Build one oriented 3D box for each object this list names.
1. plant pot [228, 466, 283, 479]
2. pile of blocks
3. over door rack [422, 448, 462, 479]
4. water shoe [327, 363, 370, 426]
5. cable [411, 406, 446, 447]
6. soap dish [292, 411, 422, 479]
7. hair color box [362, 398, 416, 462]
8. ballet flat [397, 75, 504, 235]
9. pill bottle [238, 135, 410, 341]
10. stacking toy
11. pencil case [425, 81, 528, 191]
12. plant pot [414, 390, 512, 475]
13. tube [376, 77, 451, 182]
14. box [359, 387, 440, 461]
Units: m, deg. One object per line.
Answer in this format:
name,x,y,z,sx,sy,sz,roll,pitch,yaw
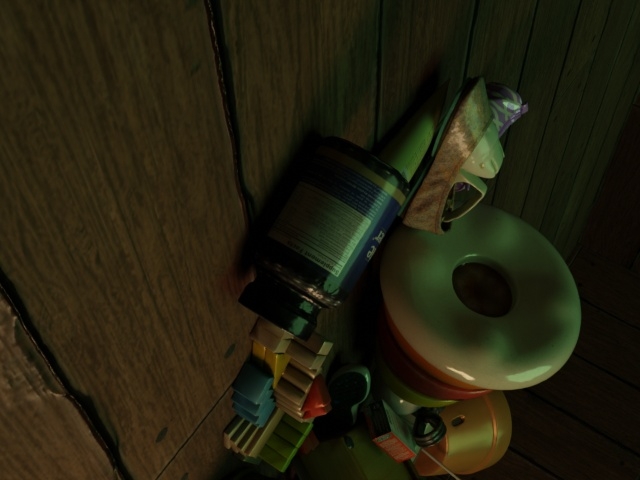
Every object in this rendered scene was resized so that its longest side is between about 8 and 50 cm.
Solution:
plant pot,0.020,0.557,1.369,0.366,0.353,0.366,6,90,-74
pile of blocks,-0.050,0.242,1.283,0.149,0.112,0.362,-48,157,-32
over door rack,0.214,0.593,2.116,0.108,0.324,0.239,-29,144,-57
water shoe,0.052,0.263,1.659,0.203,0.073,0.080,105,5,-52
cable,0.204,0.327,1.815,0.072,0.139,0.287,68,22,-7
soap dish,0.085,0.451,1.733,0.118,0.229,0.291,-32,170,20
hair color box,0.131,0.359,1.703,0.043,0.072,0.141,-25,141,11
ballet flat,0.212,-0.115,1.361,0.107,0.106,0.316,-55,172,-34
pill bottle,0.000,0.000,1.047,0.219,0.123,0.123,-59,161,-3
stacking toy,0.215,0.186,1.642,0.350,0.350,0.480,-46,169,-35
pencil case,0.255,-0.171,1.494,0.206,0.088,0.086,-53,145,-24
plant pot,0.293,0.453,2.241,0.203,0.291,0.291,-11,130,-44
tube,0.123,-0.130,1.280,0.062,0.070,0.240,54,52,-23
box,0.137,0.450,1.990,0.232,0.148,0.127,-63,161,7
